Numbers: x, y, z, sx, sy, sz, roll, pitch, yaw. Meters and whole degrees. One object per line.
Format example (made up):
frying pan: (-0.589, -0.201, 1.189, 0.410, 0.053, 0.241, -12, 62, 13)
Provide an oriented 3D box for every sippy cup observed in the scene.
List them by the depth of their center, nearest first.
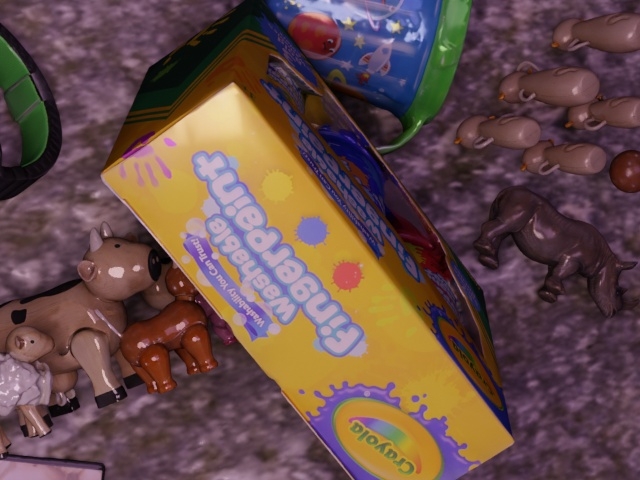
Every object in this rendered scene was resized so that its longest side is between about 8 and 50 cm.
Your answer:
sippy cup: (0.038, -0.267, 1.794, 0.224, 0.240, 0.305, 12, 48, -9)

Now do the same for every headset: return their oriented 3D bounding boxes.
headset: (-0.432, -0.139, 1.558, 0.394, 0.185, 0.243, -1, 61, -61)

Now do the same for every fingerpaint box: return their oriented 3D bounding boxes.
fingerpaint box: (0.000, 0.000, 1.588, 0.163, 0.371, 0.445, -34, 106, 13)

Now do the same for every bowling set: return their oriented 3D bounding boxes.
bowling set: (0.307, -0.136, 1.929, 0.287, 0.154, 0.200, -38, 114, -25)

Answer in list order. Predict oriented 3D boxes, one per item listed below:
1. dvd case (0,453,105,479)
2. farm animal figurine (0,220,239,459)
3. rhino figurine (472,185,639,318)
dvd case: (-0.356, 0.310, 1.622, 0.253, 0.022, 0.180, 9, 77, -20)
farm animal figurine: (-0.219, 0.071, 1.622, 0.327, 0.330, 0.172, -24, 93, 4)
rhino figurine: (0.299, 0.019, 1.915, 0.243, 0.073, 0.106, 29, 74, -16)
